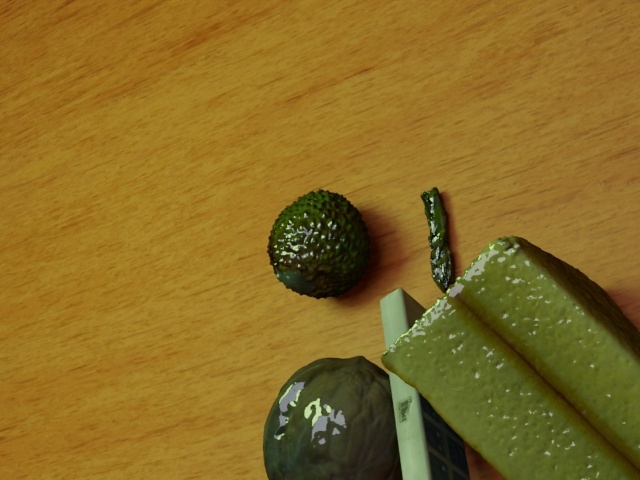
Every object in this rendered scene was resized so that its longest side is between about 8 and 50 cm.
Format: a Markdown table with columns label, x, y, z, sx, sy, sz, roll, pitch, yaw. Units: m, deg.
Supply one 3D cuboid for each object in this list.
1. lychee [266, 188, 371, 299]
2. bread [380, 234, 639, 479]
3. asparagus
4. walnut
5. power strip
| label | x | y | z | sx | sy | sz | roll | pitch | yaw |
| --- | --- | --- | --- | --- | --- | --- | --- | --- | --- |
| lychee | 0.000 | 0.000 | 1.786 | 0.171 | 0.171 | 0.171 | -15 | 64 | 32 |
| bread | 0.296 | 0.207 | 1.422 | 0.233 | 0.245 | 0.362 | -49 | 48 | 14 |
| asparagus | 0.168 | 0.001 | 1.735 | 0.036 | 0.030 | 0.165 | -15 | 63 | 22 |
| walnut | 0.023 | 0.259 | 1.627 | 0.224 | 0.224 | 0.224 | -15 | 64 | 32 |
| power strip | 0.135 | 0.206 | 1.569 | 0.043 | 0.106 | 0.367 | -32 | 38 | 23 |
